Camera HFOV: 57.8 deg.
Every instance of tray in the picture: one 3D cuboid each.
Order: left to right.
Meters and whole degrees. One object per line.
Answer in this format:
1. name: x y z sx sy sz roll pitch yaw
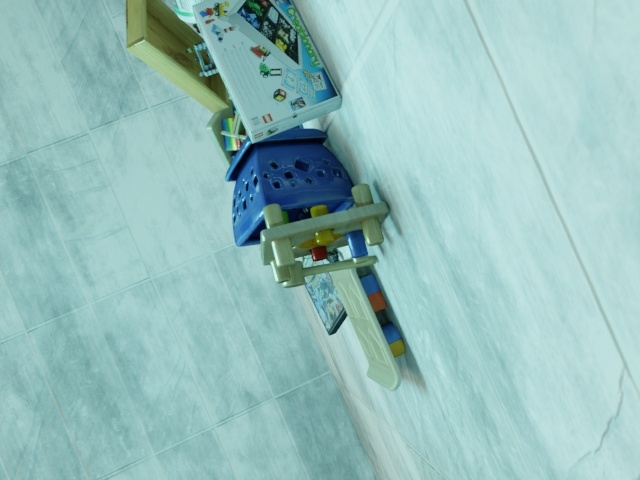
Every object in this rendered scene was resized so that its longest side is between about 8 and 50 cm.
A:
1. tray: -0.441 -0.586 1.824 0.411 0.076 0.203 31 -134 -60

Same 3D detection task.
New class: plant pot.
1. plant pot: -0.086 -0.131 1.358 0.236 0.236 0.212 -43 60 57

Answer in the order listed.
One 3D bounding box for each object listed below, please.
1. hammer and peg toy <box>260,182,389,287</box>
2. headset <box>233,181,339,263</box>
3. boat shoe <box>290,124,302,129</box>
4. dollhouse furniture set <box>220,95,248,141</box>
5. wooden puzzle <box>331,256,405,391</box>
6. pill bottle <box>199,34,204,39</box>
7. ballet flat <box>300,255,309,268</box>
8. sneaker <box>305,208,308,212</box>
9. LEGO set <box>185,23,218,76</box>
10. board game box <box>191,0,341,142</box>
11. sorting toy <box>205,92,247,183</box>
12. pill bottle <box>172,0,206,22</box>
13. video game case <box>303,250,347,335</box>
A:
1. hammer and peg toy: 0.000 0.000 1.265 0.361 0.265 0.127 109 147 -76
2. headset: -0.085 -0.077 1.712 0.185 0.243 0.394 23 155 49
3. boat shoe: -0.117 -0.349 1.567 0.109 0.089 0.258 126 120 -79
4. dollhouse furniture set: -0.233 -0.392 1.929 0.183 0.129 0.129 -17 -60 -80
5. wooden puzzle: 0.134 0.213 1.580 0.322 0.080 0.348 143 108 -80
6. pill bottle: -0.458 -0.715 2.416 0.153 0.153 0.265 96 150 -72
7. ballet flat: -0.025 0.099 2.180 0.280 0.095 0.096 178 79 -69
8. sneaker: -0.002 -0.102 1.582 0.106 0.078 0.234 65 174 -32
9. LEGO set: -0.355 -0.667 1.821 0.255 0.192 0.331 -125 15 -51
10. board game box: -0.109 -0.365 1.156 0.053 0.193 0.305 104 142 -75
11. sorting toy: -0.276 -0.382 2.080 0.255 0.089 0.257 68 -148 -42
12. pill bottle: -0.294 -0.713 1.332 0.204 0.204 0.361 -123 14 -47
13. video game case: 0.022 0.154 1.937 0.248 0.035 0.275 62 152 23
